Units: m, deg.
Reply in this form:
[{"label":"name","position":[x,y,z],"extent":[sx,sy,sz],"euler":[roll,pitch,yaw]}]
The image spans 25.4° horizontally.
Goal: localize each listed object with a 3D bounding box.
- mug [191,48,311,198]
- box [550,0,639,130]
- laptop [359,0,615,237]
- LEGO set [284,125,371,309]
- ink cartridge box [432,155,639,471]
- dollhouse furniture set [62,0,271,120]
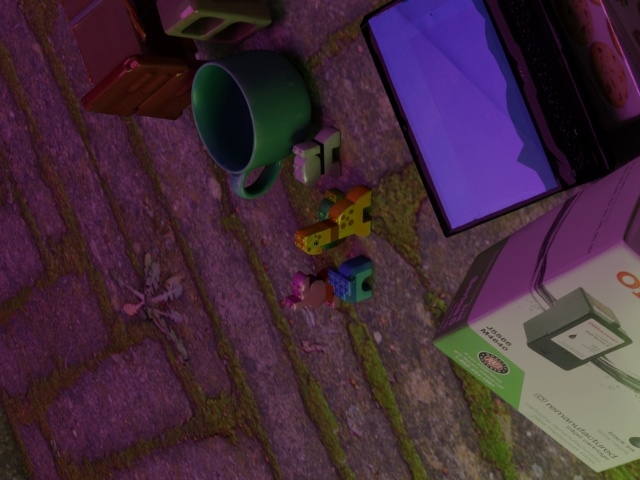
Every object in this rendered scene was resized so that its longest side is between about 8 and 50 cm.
[{"label":"mug","position":[-0.074,-0.142,1.611],"extent":[0.129,0.097,0.157],"euler":[55,146,22]},{"label":"box","position":[0.206,-0.250,1.157],"extent":[0.067,0.063,0.324],"euler":[-24,87,58]},{"label":"laptop","position":[0.136,-0.136,1.248],"extent":[0.264,0.137,0.234],"euler":[23,-136,-88]},{"label":"LEGO set","position":[0.000,0.000,1.582],"extent":[0.087,0.093,0.227],"euler":[31,132,45]},{"label":"ink cartridge box","position":[0.251,0.064,1.149],"extent":[0.198,0.114,0.273],"euler":[38,148,-9]},{"label":"dollhouse furniture set","position":[-0.136,-0.309,1.591],"extent":[0.374,0.152,0.201],"euler":[-32,70,36]}]
